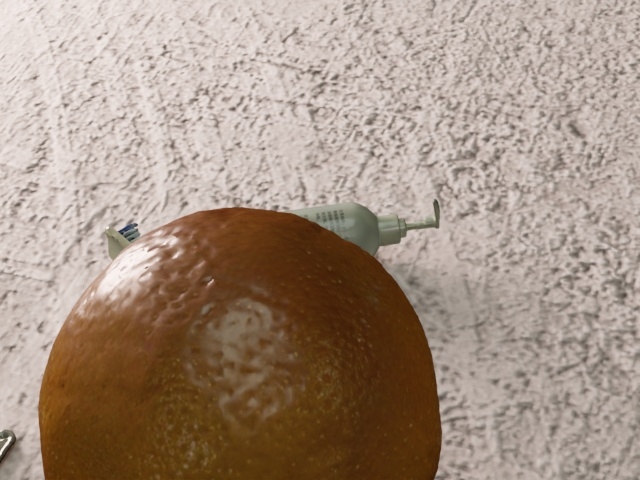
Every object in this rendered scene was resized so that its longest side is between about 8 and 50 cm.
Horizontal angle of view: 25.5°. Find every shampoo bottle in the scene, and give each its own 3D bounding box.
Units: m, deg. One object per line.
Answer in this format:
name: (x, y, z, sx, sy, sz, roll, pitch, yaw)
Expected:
shampoo bottle: (0.000, 0.000, 1.132, 0.195, 0.056, 0.056, -7, 41, -5)

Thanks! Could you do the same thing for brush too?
brush: (-0.112, 0.041, 1.112, 0.030, 0.033, 0.178, -18, 41, -36)

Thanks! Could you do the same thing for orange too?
orange: (-0.048, 0.115, 0.866, 0.264, 0.264, 0.264, -2, 41, 2)

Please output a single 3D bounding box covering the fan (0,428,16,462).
fan: (-0.250, 0.209, 0.948, 0.132, 0.009, 0.220, 7, 43, 11)
